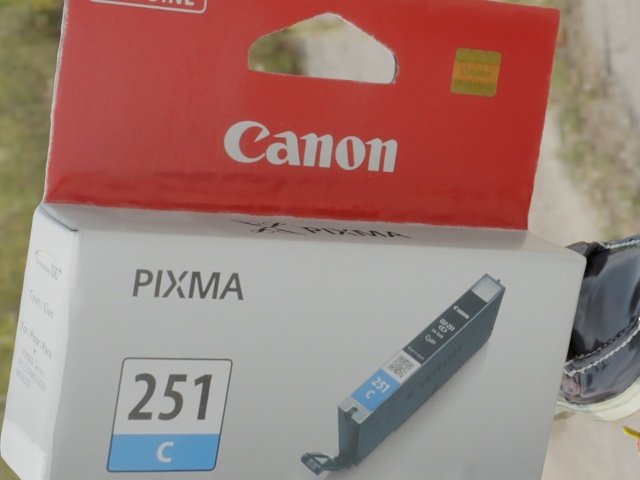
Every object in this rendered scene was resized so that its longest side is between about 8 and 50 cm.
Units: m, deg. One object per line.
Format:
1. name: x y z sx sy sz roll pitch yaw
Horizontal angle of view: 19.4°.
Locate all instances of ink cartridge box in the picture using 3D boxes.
1. ink cartridge box: 0.000 0.000 0.957 0.066 0.296 0.261 29 113 58

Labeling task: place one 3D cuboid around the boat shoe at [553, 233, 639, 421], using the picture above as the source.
1. boat shoe: 0.145 0.051 1.139 0.285 0.092 0.103 145 147 -72

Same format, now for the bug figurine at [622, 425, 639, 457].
1. bug figurine: 0.346 0.217 1.425 0.279 0.216 0.072 -88 4 -58
